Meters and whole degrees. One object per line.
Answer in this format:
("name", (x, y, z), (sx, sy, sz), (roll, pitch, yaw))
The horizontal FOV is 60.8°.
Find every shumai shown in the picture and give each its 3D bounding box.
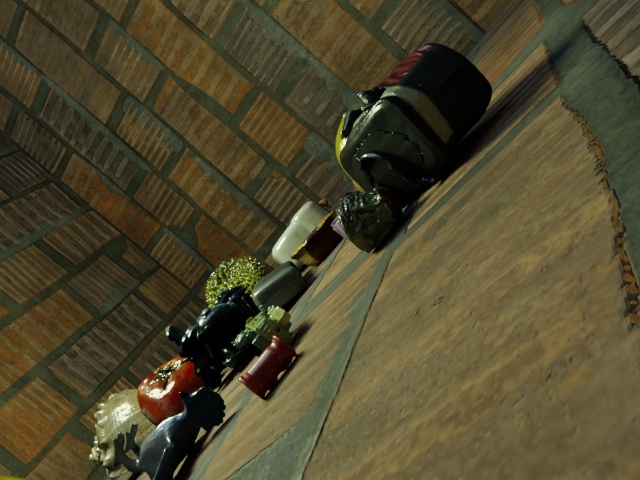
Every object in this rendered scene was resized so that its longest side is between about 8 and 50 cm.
("shumai", (0.088, -0.045, 0.869), (0.087, 0.099, 0.124), (-29, 15, 27))

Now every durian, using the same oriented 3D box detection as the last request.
("durian", (-0.296, 0.192, 2.018), (0.290, 0.225, 0.291), (-20, 37, 16))

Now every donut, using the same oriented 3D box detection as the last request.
("donut", (0.000, 0.000, 1.472), (0.166, 0.073, 0.184), (-49, 3, 21))

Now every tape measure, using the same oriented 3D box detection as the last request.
("tape measure", (-0.045, -0.017, 1.783), (0.265, 0.130, 0.258), (-55, 1, 4))

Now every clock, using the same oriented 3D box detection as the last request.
("clock", (0.079, -0.059, 1.308), (0.110, 0.050, 0.152), (-49, 4, -1))

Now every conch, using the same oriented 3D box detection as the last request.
("conch", (-0.531, 0.518, 1.544), (0.352, 0.210, 0.297), (-50, 12, 3))

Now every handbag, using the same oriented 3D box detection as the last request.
("handbag", (0.136, -0.177, 0.882), (0.181, 0.181, 0.254), (-49, 0, -23))

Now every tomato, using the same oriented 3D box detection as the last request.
("tomato", (-0.390, 0.376, 1.438), (0.227, 0.101, 0.228), (-22, 28, 12))

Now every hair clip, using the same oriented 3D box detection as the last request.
("hair clip", (-0.241, 0.233, 1.336), (0.206, 0.195, 0.310), (-37, 3, 4))

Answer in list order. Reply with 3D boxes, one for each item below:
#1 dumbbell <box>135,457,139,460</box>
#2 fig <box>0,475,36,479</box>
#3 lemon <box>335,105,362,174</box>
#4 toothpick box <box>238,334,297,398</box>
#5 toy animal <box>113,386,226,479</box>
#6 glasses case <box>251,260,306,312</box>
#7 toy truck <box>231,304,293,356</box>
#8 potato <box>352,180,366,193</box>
("dumbbell", (-0.436, 0.548, 1.380), (0.083, 0.040, 0.036), (-47, -27, 24))
("fig", (-0.761, 0.740, 1.275), (0.343, 0.343, 0.343), (-49, 4, 4))
("lemon", (0.121, -0.208, 1.205), (0.178, 0.203, 0.178), (-41, 22, 20))
("toothpick box", (-0.073, 0.177, 0.773), (0.083, 0.047, 0.047), (-50, 4, -18))
("toy animal", (-0.255, 0.359, 0.908), (0.239, 0.176, 0.256), (-52, -31, -77))
("glasses case", (-0.107, 0.117, 1.416), (0.131, 0.074, 0.323), (-35, 3, -3))
("toy truck", (-0.093, 0.161, 0.941), (0.100, 0.077, 0.169), (-53, 3, -14))
("potato", (0.138, -0.194, 1.538), (0.109, 0.119, 0.178), (-14, -9, 4))
